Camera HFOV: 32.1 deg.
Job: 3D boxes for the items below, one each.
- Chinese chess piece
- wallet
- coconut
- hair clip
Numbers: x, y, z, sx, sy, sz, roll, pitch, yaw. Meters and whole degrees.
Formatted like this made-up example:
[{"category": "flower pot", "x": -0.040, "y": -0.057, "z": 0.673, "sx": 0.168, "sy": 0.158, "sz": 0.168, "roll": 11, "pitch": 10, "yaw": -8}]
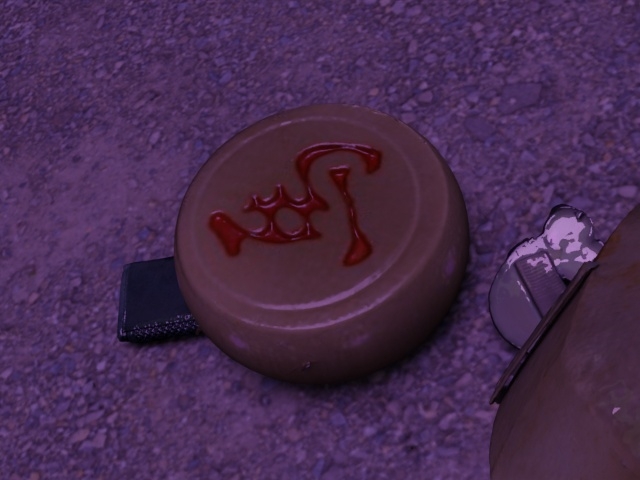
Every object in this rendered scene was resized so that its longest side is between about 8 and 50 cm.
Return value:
[{"category": "Chinese chess piece", "x": 0.000, "y": 0.000, "z": 1.003, "sx": 0.273, "sy": 0.102, "sz": 0.273, "roll": -7, "pitch": 57, "yaw": 11}, {"category": "wallet", "x": -0.134, "y": 0.055, "z": 1.084, "sx": 0.129, "sy": 0.026, "sz": 0.088, "roll": -10, "pitch": 57, "yaw": 14}, {"category": "coconut", "x": 0.269, "y": 0.120, "z": 0.724, "sx": 0.323, "sy": 0.323, "sz": 0.323, "roll": -11, "pitch": 55, "yaw": 16}, {"category": "hair clip", "x": 0.202, "y": 0.052, "z": 0.937, "sx": 0.116, "sy": 0.049, "sz": 0.172, "roll": -24, "pitch": 50, "yaw": 1}]
